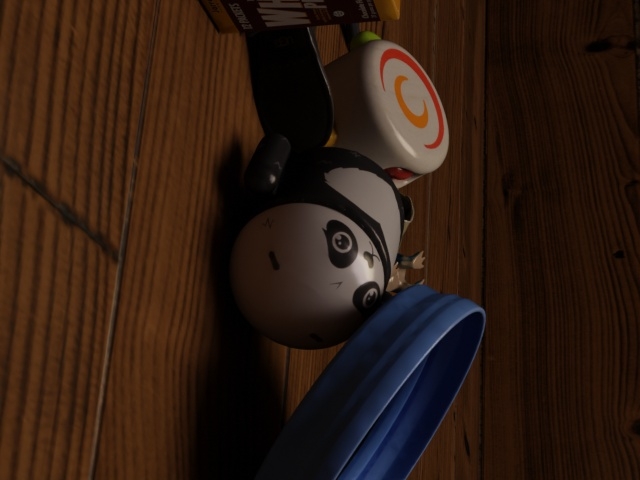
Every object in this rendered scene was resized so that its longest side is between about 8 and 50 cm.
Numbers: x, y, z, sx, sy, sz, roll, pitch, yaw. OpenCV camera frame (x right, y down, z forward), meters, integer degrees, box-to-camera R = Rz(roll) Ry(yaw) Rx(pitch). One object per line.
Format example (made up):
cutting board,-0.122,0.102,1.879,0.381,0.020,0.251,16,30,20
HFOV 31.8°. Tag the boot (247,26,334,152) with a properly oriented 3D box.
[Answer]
boot,-0.020,-0.265,1.358,0.229,0.091,0.263,-72,155,-53

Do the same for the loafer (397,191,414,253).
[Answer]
loafer,0.105,-0.025,1.805,0.102,0.092,0.268,-70,154,-55

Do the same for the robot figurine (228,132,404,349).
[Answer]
robot figurine,0.003,0.001,1.238,0.278,0.209,0.174,-65,176,-61

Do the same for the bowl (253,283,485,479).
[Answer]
bowl,0.041,0.220,1.208,0.391,0.077,0.391,-49,160,-25

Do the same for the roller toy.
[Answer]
roller toy,0.064,-0.154,1.488,0.191,0.146,0.209,51,35,-21

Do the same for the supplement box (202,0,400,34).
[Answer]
supplement box,-0.022,-0.331,1.145,0.129,0.194,0.191,56,35,-65

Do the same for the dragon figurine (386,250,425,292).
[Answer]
dragon figurine,0.056,0.054,1.618,0.289,0.144,0.085,-24,115,-54

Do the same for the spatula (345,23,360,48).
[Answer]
spatula,0.030,-0.373,1.679,0.296,0.030,0.084,65,28,-58
